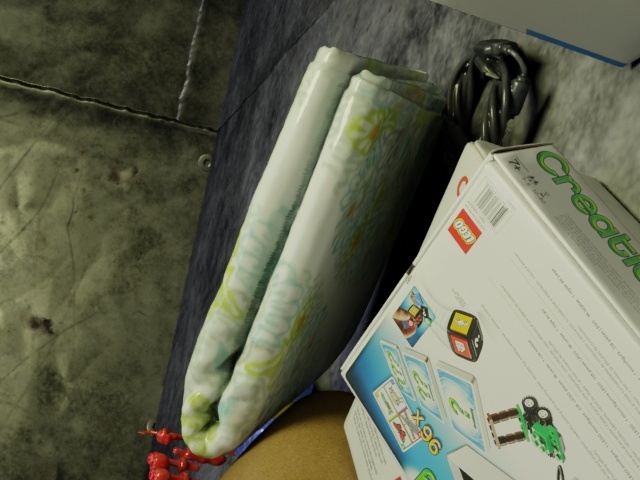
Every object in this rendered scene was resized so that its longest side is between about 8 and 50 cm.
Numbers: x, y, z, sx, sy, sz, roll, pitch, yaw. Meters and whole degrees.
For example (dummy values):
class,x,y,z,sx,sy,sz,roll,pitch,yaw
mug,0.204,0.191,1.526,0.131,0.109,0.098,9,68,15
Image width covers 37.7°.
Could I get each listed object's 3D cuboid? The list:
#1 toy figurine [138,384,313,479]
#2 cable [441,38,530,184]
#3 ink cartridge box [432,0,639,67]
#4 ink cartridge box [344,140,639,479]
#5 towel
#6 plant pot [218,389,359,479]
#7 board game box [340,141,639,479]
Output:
class,x,y,z,sx,sy,sz,roll,pitch,yaw
toy figurine,-0.088,0.222,1.165,0.362,0.191,0.217,-149,78,-72
cable,0.152,-0.115,0.883,0.184,0.047,0.150,-112,29,-76
ink cartridge box,0.193,-0.277,0.644,0.168,0.171,0.232,140,142,-63
ink cartridge box,0.127,0.095,0.659,0.197,0.114,0.272,-108,34,-60
towel,0.000,0.000,0.917,0.374,0.090,0.320,-68,-15,12
plant pot,-0.003,0.251,0.820,0.254,0.237,0.237,-72,5,-61
board game box,0.138,0.127,0.455,0.305,0.053,0.193,57,139,26
